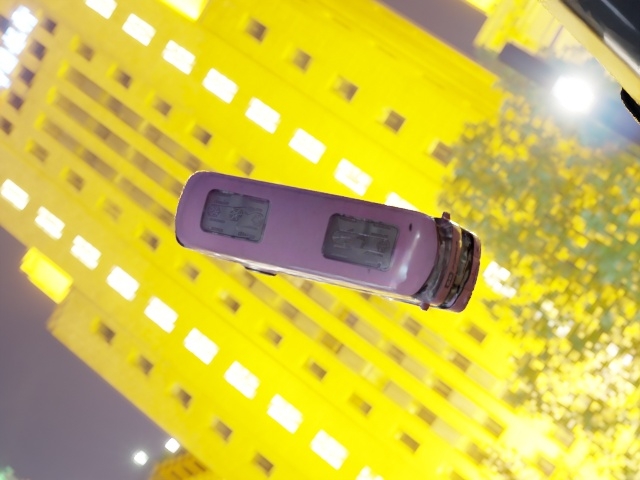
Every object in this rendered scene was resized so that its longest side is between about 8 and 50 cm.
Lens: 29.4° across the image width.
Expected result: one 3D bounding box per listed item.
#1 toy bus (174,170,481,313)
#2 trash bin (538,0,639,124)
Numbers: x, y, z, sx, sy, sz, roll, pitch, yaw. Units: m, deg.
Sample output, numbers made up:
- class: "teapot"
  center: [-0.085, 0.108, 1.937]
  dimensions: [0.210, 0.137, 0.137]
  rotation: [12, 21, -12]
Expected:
- class: "toy bus"
  center: [0.000, 0.000, 0.804]
  dimensions: [0.090, 0.203, 0.063]
  rotation: [23, -100, -64]
- class: "trash bin"
  center: [0.186, -0.174, 0.603]
  dimensions: [0.209, 0.290, 0.182]
  rotation: [-50, 15, 14]
